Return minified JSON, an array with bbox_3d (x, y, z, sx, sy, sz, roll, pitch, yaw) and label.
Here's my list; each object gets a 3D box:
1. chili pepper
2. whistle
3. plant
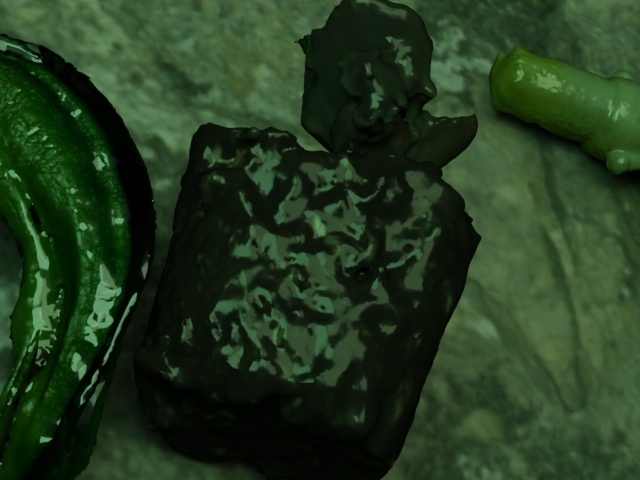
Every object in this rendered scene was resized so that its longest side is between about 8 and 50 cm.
[{"bbox_3d":[-0.139,-0.021,0.681,0.122,0.065,0.279,-22,67,-12],"label":"chili pepper"},{"bbox_3d":[0.187,-0.061,0.863,0.198,0.057,0.104,21,55,-15],"label":"whistle"},{"bbox_3d":[0.000,0.000,0.688,0.131,0.142,0.203,20,59,5],"label":"plant"}]
